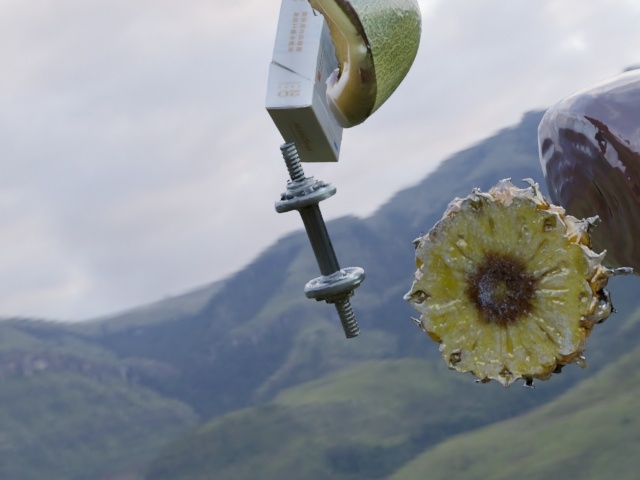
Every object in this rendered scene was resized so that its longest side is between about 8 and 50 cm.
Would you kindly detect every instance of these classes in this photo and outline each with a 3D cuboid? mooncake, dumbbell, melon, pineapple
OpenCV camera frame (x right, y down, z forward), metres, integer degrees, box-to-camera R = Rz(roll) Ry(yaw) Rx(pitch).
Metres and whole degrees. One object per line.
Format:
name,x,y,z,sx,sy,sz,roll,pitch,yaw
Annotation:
mooncake,0.418,-0.071,1.712,0.174,0.326,0.333,-20,-47,-14
dumbbell,0.000,0.000,1.578,0.082,0.253,0.081,-19,7,3
melon,0.046,-0.176,1.052,0.079,0.160,0.128,17,45,42
pineapple,0.178,0.043,1.202,0.221,0.221,0.047,-23,0,29

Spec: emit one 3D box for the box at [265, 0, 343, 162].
box,-0.009,-0.235,1.670,0.067,0.233,0.149,-1,-26,18
